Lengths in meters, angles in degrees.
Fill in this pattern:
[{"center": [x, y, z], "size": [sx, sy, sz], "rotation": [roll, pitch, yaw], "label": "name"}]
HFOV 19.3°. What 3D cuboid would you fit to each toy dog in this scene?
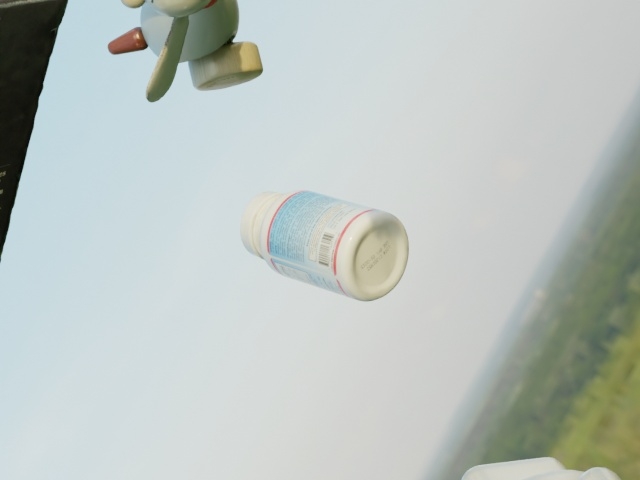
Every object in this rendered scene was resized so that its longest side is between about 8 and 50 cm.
[{"center": [-0.172, -0.246, 1.998], "size": [0.161, 0.220, 0.333], "rotation": [-19, -24, 4], "label": "toy dog"}]

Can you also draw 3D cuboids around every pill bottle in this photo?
[{"center": [0.000, 0.000, 1.784], "size": [0.087, 0.160, 0.087], "rotation": [-15, -67, -41], "label": "pill bottle"}]

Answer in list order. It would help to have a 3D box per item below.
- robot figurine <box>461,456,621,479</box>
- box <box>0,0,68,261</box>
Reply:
[{"center": [0.243, 0.356, 1.755], "size": [0.200, 0.353, 0.300], "rotation": [-6, -52, -24], "label": "robot figurine"}, {"center": [-0.369, -0.122, 1.398], "size": [0.183, 0.296, 0.294], "rotation": [-16, -44, -45], "label": "box"}]
